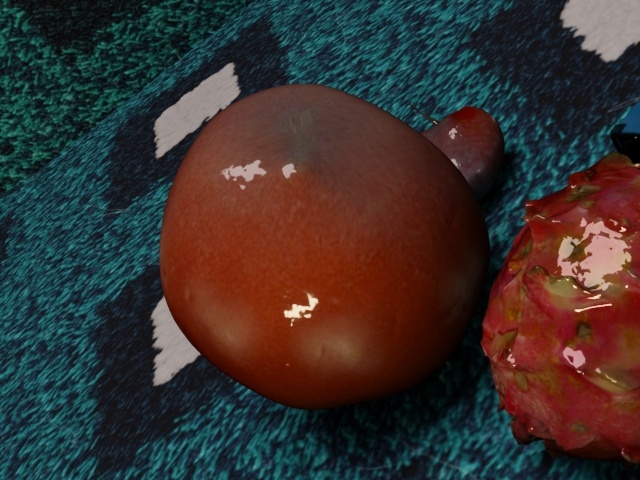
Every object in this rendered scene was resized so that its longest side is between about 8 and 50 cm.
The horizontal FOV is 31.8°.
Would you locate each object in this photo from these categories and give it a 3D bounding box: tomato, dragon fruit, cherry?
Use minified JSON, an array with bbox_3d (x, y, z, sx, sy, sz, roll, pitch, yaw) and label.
[{"bbox_3d":[0.000,0.000,1.060,0.322,0.321,0.321,-32,29,20],"label":"tomato"},{"bbox_3d":[0.211,0.071,0.817,0.205,0.210,0.268,-39,-21,-45],"label":"dragon fruit"},{"bbox_3d":[0.152,-0.090,1.250,0.106,0.087,0.126,-13,56,33],"label":"cherry"}]

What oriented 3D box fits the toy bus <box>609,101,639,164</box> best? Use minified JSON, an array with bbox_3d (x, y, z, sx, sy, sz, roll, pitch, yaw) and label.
[{"bbox_3d":[0.356,-0.088,0.975,0.106,0.090,0.185,-50,30,-17],"label":"toy bus"}]
